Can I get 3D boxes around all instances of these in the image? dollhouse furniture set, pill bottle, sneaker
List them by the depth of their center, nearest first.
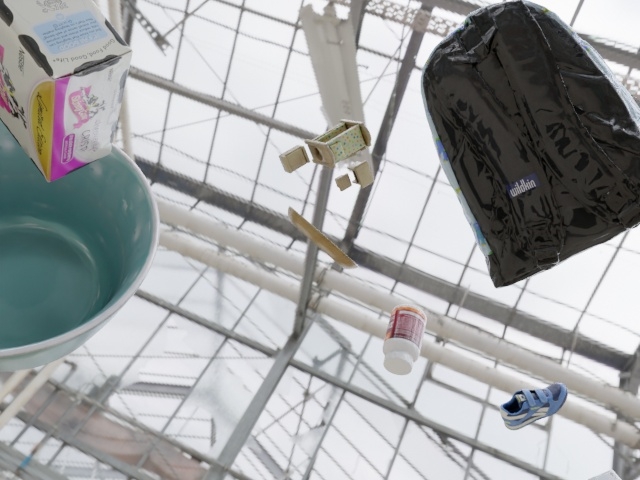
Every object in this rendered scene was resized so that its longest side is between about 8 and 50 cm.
[{"bbox_3d":[0.423,0.322,1.215,0.144,0.053,0.059,-33,-66,6],"label":"sneaker"},{"bbox_3d":[0.031,-0.156,1.369,0.101,0.182,0.160,26,-36,56],"label":"dollhouse furniture set"},{"bbox_3d":[0.190,0.227,1.394,0.086,0.152,0.086,11,-45,11],"label":"pill bottle"}]

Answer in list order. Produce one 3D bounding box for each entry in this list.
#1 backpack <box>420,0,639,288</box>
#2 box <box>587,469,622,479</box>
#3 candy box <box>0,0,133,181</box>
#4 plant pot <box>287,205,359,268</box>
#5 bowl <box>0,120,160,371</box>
[{"bbox_3d":[0.294,-0.161,0.878,0.290,0.273,0.355,-34,-89,24],"label":"backpack"},{"bbox_3d":[0.520,0.512,0.945,0.059,0.322,0.232,-27,-103,9],"label":"box"},{"bbox_3d":[-0.265,-0.186,0.515,0.233,0.071,0.159,51,-33,4],"label":"candy box"},{"bbox_3d":[0.000,0.000,1.550,0.236,0.032,0.236,41,-1,1],"label":"plant pot"},{"bbox_3d":[-0.347,0.020,0.686,0.312,0.311,0.163,30,-38,3],"label":"bowl"}]
